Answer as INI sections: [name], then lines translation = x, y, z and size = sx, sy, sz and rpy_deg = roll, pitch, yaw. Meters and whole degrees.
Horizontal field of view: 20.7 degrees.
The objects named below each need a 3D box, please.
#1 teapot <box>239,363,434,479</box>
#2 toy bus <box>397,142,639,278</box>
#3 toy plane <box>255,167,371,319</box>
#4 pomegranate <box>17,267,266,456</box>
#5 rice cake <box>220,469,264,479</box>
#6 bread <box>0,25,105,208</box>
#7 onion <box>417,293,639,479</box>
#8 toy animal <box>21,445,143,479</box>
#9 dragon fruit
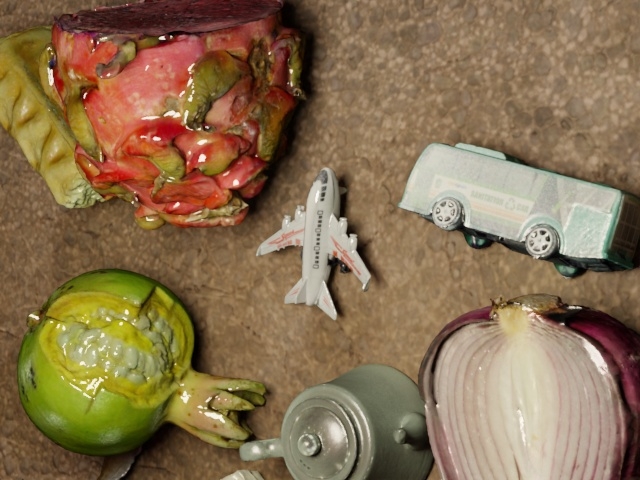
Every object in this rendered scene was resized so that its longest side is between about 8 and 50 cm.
[teapot]
translation = 0.016, 0.226, 1.964
size = 0.239, 0.149, 0.162
rpy_deg = -9, 86, 35
[toy bus]
translation = 0.212, -0.032, 1.862
size = 0.262, 0.091, 0.109
rpy_deg = 18, 90, 33
[toy plane]
translation = 0.000, 0.000, 2.026
size = 0.162, 0.066, 0.171
rpy_deg = 17, 98, 35
[pomegranate]
translation = -0.216, 0.163, 2.109
size = 0.302, 0.236, 0.236
rpy_deg = 23, 106, -1
[rice cake]
translation = -0.040, 0.377, 2.065
size = 0.256, 0.052, 0.057
rpy_deg = 55, 135, 22
[bread]
translation = -0.327, -0.166, 2.227
size = 0.152, 0.130, 0.267
rpy_deg = -36, 65, -8
[onion]
translation = 0.247, 0.221, 1.795
size = 0.267, 0.159, 0.348
rpy_deg = 5, 100, 47
[toy animal]
translation = -0.315, 0.329, 2.219
size = 0.197, 0.160, 0.272
rpy_deg = 12, 90, 37
[dragon fruit]
translation = -0.178, -0.138, 2.034
size = 0.296, 0.314, 0.262
rpy_deg = 15, 115, 44
